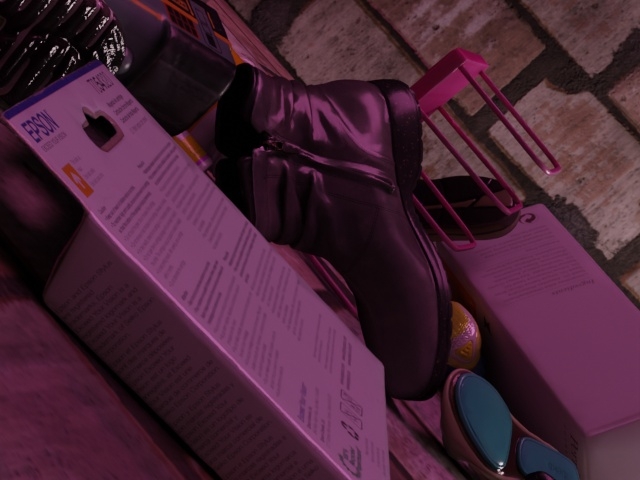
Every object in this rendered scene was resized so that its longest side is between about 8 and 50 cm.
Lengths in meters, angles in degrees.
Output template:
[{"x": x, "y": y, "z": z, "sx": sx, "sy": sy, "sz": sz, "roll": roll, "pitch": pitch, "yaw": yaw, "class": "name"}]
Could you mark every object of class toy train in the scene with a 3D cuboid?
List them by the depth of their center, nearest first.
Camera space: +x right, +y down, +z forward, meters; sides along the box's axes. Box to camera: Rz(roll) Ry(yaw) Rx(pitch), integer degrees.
[{"x": -0.214, "y": -0.224, "z": 1.349, "sx": 0.334, "sy": 0.142, "sz": 0.190, "roll": 30, "pitch": 27, "yaw": -45, "class": "toy train"}]

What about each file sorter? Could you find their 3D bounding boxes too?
[{"x": 0.119, "y": -0.060, "z": 1.814, "sx": 0.182, "sy": 0.290, "sz": 0.202, "roll": 52, "pitch": 13, "yaw": 5, "class": "file sorter"}]

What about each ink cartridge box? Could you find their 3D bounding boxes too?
[{"x": -0.083, "y": 0.035, "z": 1.032, "sx": 0.330, "sy": 0.071, "sz": 0.324, "roll": 46, "pitch": 10, "yaw": -7, "class": "ink cartridge box"}]

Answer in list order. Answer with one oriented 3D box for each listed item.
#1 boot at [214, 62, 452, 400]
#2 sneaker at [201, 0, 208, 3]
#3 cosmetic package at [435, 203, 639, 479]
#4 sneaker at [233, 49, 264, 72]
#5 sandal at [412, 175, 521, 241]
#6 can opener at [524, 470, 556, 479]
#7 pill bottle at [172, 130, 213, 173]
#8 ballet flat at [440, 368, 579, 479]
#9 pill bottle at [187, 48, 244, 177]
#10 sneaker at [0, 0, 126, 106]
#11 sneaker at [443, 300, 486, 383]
[{"x": 0.000, "y": 0.000, "z": 1.503, "sx": 0.222, "sy": 0.118, "sz": 0.338, "roll": -3, "pitch": 79, "yaw": -39, "class": "boot"}, {"x": -0.233, "y": -0.327, "z": 1.707, "sx": 0.255, "sy": 0.094, "sz": 0.151, "roll": 18, "pitch": 8, "yaw": -6, "class": "sneaker"}, {"x": 0.304, "y": 0.170, "z": 1.905, "sx": 0.453, "sy": 0.161, "sz": 0.230, "roll": -123, "pitch": -162, "yaw": -56, "class": "cosmetic package"}, {"x": -0.150, "y": -0.186, "z": 1.825, "sx": 0.275, "sy": 0.107, "sz": 0.110, "roll": 42, "pitch": 27, "yaw": -9, "class": "sneaker"}, {"x": 0.113, "y": -0.028, "z": 1.993, "sx": 0.302, "sy": 0.120, "sz": 0.086, "roll": 9, "pitch": -36, "yaw": 27, "class": "sandal"}, {"x": 0.246, "y": 0.318, "z": 1.535, "sx": 0.186, "sy": 0.059, "sz": 0.073, "roll": 58, "pitch": -18, "yaw": 7, "class": "can opener"}, {"x": -0.143, "y": -0.090, "z": 1.455, "sx": 0.083, "sy": 0.043, "sz": 0.043, "roll": 47, "pitch": 7, "yaw": 0, "class": "pill bottle"}, {"x": 0.174, "y": 0.214, "z": 1.583, "sx": 0.248, "sy": 0.086, "sz": 0.086, "roll": 44, "pitch": 8, "yaw": -35, "class": "ballet flat"}, {"x": -0.131, "y": -0.155, "z": 1.576, "sx": 0.215, "sy": 0.117, "sz": 0.117, "roll": 49, "pitch": 7, "yaw": 10, "class": "pill bottle"}, {"x": -0.259, "y": -0.197, "z": 1.119, "sx": 0.162, "sy": 0.106, "sz": 0.281, "roll": 48, "pitch": 7, "yaw": 25, "class": "sneaker"}, {"x": 0.137, "y": 0.111, "z": 1.952, "sx": 0.126, "sy": 0.091, "sz": 0.240, "roll": 66, "pitch": -6, "yaw": -34, "class": "sneaker"}]
